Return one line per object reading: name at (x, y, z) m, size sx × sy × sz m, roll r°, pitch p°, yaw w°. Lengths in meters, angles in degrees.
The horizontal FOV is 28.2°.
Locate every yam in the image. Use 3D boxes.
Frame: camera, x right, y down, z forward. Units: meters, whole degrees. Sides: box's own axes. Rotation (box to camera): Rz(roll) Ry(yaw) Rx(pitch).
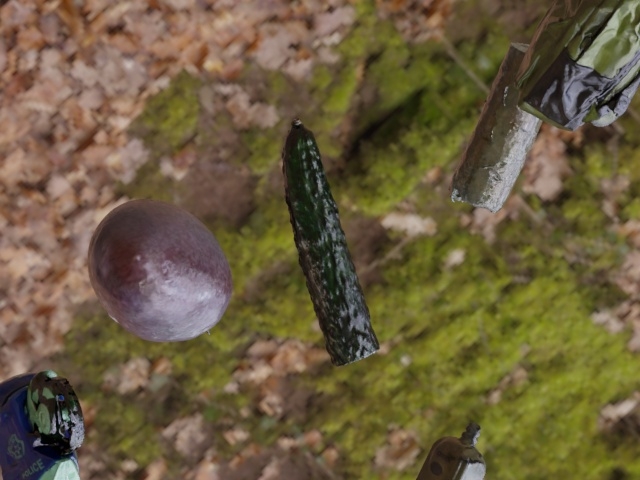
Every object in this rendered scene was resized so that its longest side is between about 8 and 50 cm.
yam at (0.264, -0.157, 1.810) m, size 0.093 × 0.093 × 0.259 m, roll -33°, pitch 148°, yaw -59°

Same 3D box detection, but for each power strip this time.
power strip at (0.144, 0.445, 1.896) m, size 0.092 × 0.066 × 0.387 m, roll 26°, pitch -91°, yaw 59°

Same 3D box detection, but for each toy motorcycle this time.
toy motorcycle at (-0.371, 0.303, 1.671) m, size 0.125 × 0.196 × 0.331 m, roll -9°, pitch 121°, yaw -35°

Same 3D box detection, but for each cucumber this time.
cucumber at (0.000, 0.000, 1.491) m, size 0.067 × 0.293 × 0.067 m, roll -16°, pitch 177°, yaw -1°

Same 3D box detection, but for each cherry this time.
cherry at (-0.227, 0.042, 1.785) m, size 0.183 × 0.213 × 0.266 m, roll -50°, pitch 165°, yaw -4°

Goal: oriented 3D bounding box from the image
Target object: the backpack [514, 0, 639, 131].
backpack at (0.346, -0.258, 1.529) m, size 0.253 × 0.140 × 0.207 m, roll -56°, pitch -174°, yaw 48°
